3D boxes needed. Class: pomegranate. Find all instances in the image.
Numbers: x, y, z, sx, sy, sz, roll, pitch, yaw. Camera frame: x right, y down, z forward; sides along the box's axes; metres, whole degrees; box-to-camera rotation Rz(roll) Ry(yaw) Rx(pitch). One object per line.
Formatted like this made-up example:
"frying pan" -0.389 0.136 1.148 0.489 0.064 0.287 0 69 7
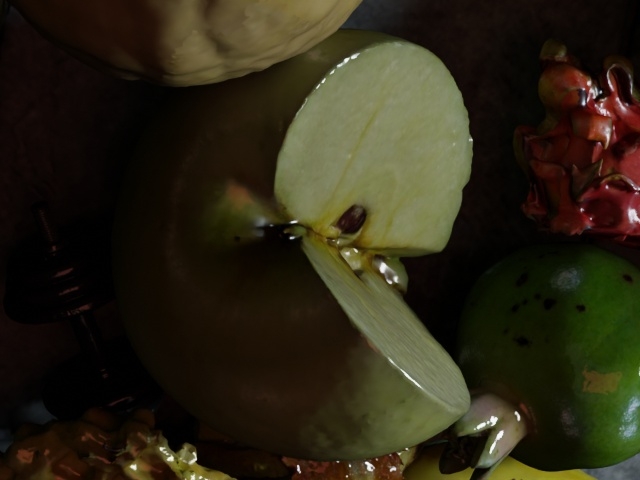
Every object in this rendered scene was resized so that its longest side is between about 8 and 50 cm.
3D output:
"pomegranate" 0.168 0.104 1.459 0.225 0.187 0.187 -37 118 -33

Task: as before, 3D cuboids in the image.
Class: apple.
"apple" -0.019 0.008 1.336 0.233 0.258 0.295 -6 82 18

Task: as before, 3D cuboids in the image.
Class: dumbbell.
"dumbbell" -0.170 0.066 1.390 0.099 0.099 0.208 -23 114 -11

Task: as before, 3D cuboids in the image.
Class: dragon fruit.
"dragon fruit" 0.214 -0.063 1.461 0.207 0.133 0.150 62 41 -26

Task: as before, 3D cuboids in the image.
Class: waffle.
"waffle" -0.128 0.229 1.414 0.301 0.058 0.281 12 131 -5

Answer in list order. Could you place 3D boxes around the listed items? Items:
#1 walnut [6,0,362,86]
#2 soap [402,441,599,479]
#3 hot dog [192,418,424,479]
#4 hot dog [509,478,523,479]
"walnut" -0.104 -0.270 1.156 0.383 0.383 0.383 -6 109 -18
"soap" 0.171 0.340 1.587 0.427 0.115 0.306 31 98 -19
"hot dog" -0.001 0.153 1.467 0.213 0.103 0.146 -40 95 -7
"hot dog" 0.101 0.247 1.469 0.191 0.059 0.108 -18 100 -7
